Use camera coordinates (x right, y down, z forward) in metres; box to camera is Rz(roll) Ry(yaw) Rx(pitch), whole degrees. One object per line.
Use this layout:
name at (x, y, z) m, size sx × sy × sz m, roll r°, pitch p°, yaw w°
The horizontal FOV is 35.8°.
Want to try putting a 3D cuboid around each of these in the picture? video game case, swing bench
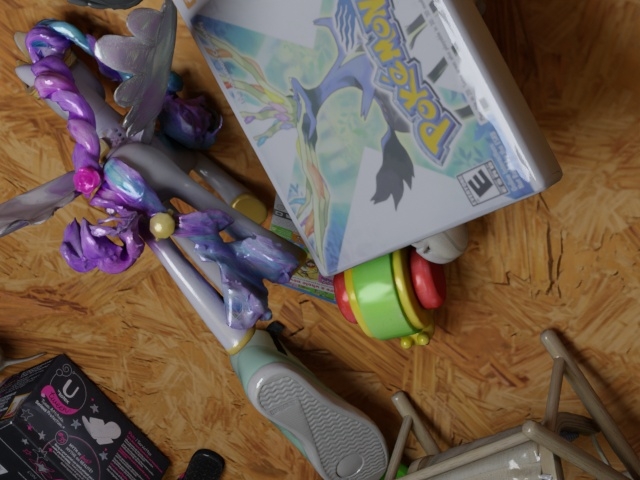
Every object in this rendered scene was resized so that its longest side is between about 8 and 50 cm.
video game case at (0.018, -0.148, 0.857) m, size 0.300 × 0.036 × 0.329 m, roll -25°, pitch 95°, yaw 52°
video game case at (0.000, 0.000, 1.121) m, size 0.119 × 0.015 × 0.166 m, roll 19°, pitch 132°, yaw 7°
swing bench at (0.233, 0.274, 1.148) m, size 0.255 × 0.165 × 0.253 m, roll 45°, pitch 130°, yaw -16°

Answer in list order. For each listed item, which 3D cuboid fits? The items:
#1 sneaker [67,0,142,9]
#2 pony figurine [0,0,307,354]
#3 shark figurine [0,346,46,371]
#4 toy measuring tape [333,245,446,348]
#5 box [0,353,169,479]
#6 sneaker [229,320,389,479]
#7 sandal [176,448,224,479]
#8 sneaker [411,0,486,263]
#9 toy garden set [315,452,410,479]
sneaker at (-0.257, -0.332, 0.899) m, size 0.130 × 0.109 × 0.286 m, roll -35°, pitch 111°, yaw 32°
pony figurine at (-0.181, -0.061, 0.958) m, size 0.303 × 0.351 × 0.363 m, roll -44°, pitch 105°, yaw 6°
shark figurine at (-0.516, 0.166, 1.436) m, size 0.278 × 0.166 × 0.116 m, roll -29°, pitch 83°, yaw 48°
toy measuring tape at (0.049, 0.003, 1.014) m, size 0.121 × 0.121 × 0.330 m, roll -7°, pitch 131°, yaw 28°
box at (-0.375, 0.312, 1.454) m, size 0.163 × 0.142 × 0.247 m, roll -23°, pitch 115°, yaw 37°
sneaker at (-0.014, 0.203, 1.240) m, size 0.094 × 0.151 × 0.256 m, roll -41°, pitch 122°, yaw 0°
sandal at (-0.191, 0.374, 1.503) m, size 0.067 × 0.040 × 0.179 m, roll 27°, pitch 119°, yaw -7°
sneaker at (0.117, -0.100, 0.935) m, size 0.118 × 0.110 × 0.292 m, roll -5°, pitch 126°, yaw 15°
toy garden set at (0.085, 0.380, 1.381) m, size 0.204 × 0.049 × 0.244 m, roll 38°, pitch 131°, yaw -7°
